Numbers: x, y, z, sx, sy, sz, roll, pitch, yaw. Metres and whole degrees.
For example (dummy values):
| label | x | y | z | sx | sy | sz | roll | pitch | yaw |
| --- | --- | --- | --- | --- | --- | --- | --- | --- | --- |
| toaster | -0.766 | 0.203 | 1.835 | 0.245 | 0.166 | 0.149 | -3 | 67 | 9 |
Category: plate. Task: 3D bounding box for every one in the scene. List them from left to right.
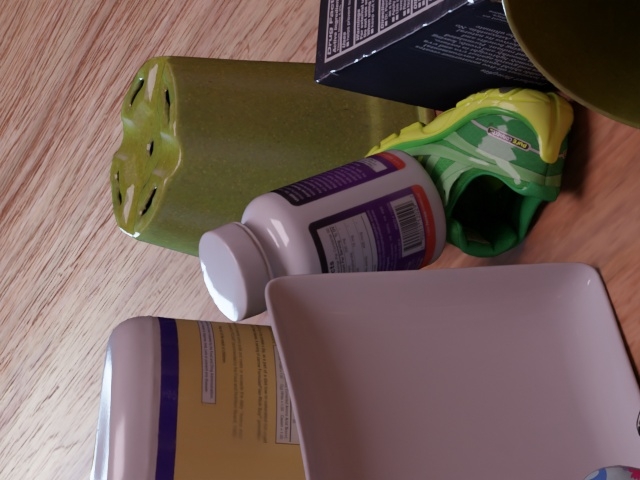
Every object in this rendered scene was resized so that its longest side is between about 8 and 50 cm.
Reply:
| label | x | y | z | sx | sy | sz | roll | pitch | yaw |
| --- | --- | --- | --- | --- | --- | --- | --- | --- | --- |
| plate | 0.110 | 0.136 | 1.499 | 0.045 | 0.277 | 0.278 | 101 | 162 | -47 |

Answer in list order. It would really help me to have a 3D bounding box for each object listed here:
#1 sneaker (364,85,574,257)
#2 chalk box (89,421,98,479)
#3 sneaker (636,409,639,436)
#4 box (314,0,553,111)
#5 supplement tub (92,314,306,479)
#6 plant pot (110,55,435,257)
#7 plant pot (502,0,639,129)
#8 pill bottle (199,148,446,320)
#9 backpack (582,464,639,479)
| label | x | y | z | sx | sy | sz | roll | pitch | yaw |
| --- | --- | --- | --- | --- | --- | --- | --- | --- | --- |
| sneaker | 0.114 | -0.040 | 1.734 | 0.295 | 0.109 | 0.123 | 146 | 131 | -59 |
| chalk box | -0.137 | 0.267 | 2.099 | 0.179 | 0.180 | 0.289 | 5 | 85 | 66 |
| sneaker | 0.264 | 0.101 | 1.453 | 0.043 | 0.040 | 0.109 | -92 | 24 | -62 |
| box | 0.143 | -0.286 | 1.663 | 0.294 | 0.183 | 0.296 | -18 | 65 | 62 |
| supplement tub | -0.015 | 0.190 | 1.620 | 0.241 | 0.331 | 0.241 | -175 | 90 | -82 |
| plant pot | -0.062 | -0.075 | 1.958 | 0.276 | 0.254 | 0.276 | -171 | 90 | -66 |
| plant pot | 0.277 | -0.262 | 1.317 | 0.275 | 0.275 | 0.293 | -48 | 22 | 51 |
| pill bottle | 0.000 | 0.000 | 1.674 | 0.108 | 0.193 | 0.108 | 43 | 143 | 43 |
| backpack | 0.222 | 0.282 | 1.259 | 0.191 | 0.225 | 0.253 | -79 | 5 | -61 |
